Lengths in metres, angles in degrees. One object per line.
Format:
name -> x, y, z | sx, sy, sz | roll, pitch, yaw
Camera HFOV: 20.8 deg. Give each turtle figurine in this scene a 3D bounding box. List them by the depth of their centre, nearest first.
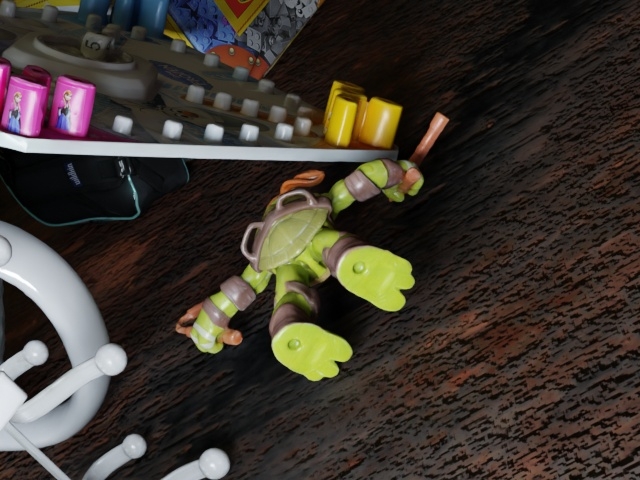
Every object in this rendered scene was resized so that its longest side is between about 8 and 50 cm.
turtle figurine -> 0.000, 0.000, 1.287 | 0.269, 0.087, 0.217 | -36, 24, 2

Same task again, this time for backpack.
backpack -> -0.226, -0.101, 1.679 | 0.188, 0.166, 0.144 | -14, 18, 37

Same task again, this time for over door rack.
over door rack -> -0.152, 0.119, 1.102 | 0.108, 0.239, 0.324 | -46, 25, -6

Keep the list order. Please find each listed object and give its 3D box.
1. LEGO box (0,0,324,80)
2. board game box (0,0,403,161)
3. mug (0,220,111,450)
LEGO box -> -0.212, -0.291, 1.956 | 0.500, 0.193, 0.372 | -10, 35, 46
board game box -> -0.190, -0.153, 1.408 | 0.390, 0.390, 0.050 | 30, 111, 41
mug -> -0.339, 0.061, 1.354 | 0.374, 0.328, 0.276 | 7, 38, 17
